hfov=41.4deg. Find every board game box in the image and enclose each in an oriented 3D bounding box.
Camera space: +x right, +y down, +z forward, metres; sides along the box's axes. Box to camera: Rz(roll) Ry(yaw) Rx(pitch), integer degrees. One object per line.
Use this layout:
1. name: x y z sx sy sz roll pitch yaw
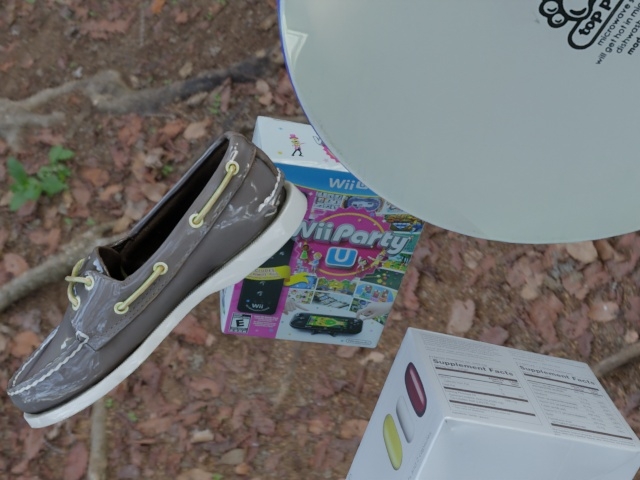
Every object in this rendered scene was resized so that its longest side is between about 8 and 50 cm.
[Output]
1. board game box: 0.000 0.000 1.111 0.224 0.303 0.097 6 40 -12

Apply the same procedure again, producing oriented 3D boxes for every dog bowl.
1. dog bowl: 0.112 -0.127 0.386 0.265 0.265 0.104 -21 37 17

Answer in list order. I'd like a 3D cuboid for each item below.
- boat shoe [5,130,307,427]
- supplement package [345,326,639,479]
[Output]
1. boat shoe: -0.163 0.036 0.753 0.324 0.096 0.116 -39 27 6
2. supplement package: 0.149 0.247 0.839 0.145 0.204 0.261 -105 30 -63
